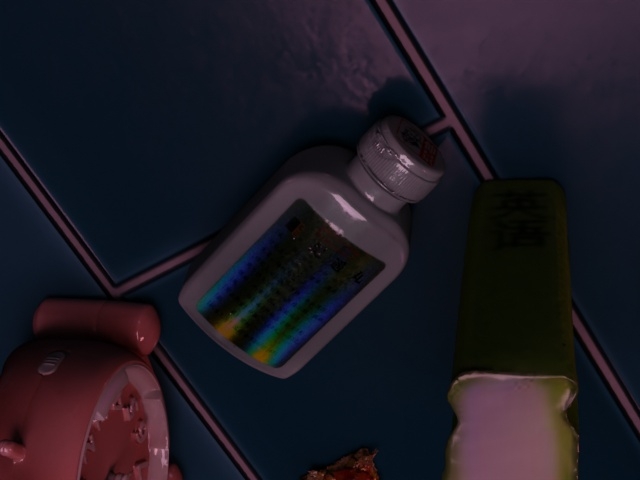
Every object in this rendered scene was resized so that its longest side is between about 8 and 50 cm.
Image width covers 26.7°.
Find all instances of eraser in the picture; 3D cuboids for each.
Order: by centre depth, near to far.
[{"bbox_3d":[0.142,0.105,0.985,0.092,0.274,0.210,0,117,10],"label":"eraser"}]

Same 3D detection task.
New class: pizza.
[{"bbox_3d":[0.012,0.234,1.212,0.099,0.029,0.100,-6,116,13],"label":"pizza"}]

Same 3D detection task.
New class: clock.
[{"bbox_3d":[-0.218,0.193,1.108,0.142,0.241,0.227,1,119,11],"label":"clock"}]

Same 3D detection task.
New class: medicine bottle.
[{"bbox_3d":[0.000,0.000,1.058,0.121,0.083,0.229,38,118,-13],"label":"medicine bottle"}]
